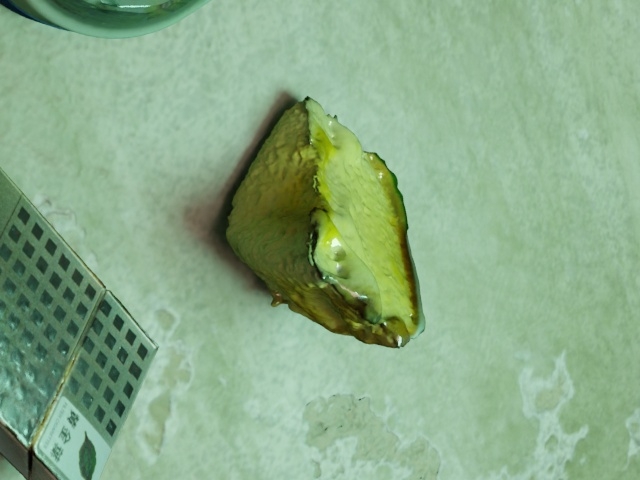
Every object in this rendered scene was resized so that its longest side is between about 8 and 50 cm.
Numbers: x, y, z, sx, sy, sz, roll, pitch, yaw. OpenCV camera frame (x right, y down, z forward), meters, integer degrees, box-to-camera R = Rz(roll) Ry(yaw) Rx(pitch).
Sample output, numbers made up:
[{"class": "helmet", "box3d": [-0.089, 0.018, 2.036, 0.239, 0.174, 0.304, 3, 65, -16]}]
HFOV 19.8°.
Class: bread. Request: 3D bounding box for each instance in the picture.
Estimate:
[{"class": "bread", "box3d": [-0.005, 0.008, 1.714, 0.174, 0.133, 0.251, 41, 28, -41]}]

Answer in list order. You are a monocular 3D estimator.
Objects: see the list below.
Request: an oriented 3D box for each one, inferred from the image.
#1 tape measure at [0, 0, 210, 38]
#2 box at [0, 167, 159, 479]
[{"class": "tape measure", "box3d": [-0.178, -0.302, 1.505, 0.262, 0.138, 0.259, -40, 120, -27]}, {"class": "box", "box3d": [-0.268, 0.057, 1.521, 0.325, 0.047, 0.180, 52, 43, -33]}]
